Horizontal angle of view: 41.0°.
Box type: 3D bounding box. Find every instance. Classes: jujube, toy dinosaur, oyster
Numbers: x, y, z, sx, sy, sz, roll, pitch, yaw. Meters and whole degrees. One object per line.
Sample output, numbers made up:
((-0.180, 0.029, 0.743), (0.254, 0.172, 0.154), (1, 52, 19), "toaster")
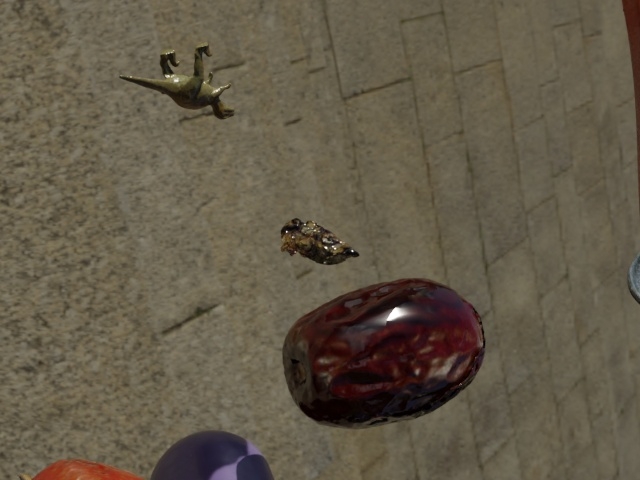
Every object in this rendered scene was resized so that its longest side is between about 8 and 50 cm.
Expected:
((0.079, 0.131, 1.043), (0.243, 0.183, 0.183), (-7, 94, -23), "jujube")
((-0.193, -0.201, 1.187), (0.162, 0.039, 0.126), (-33, 128, -29), "toy dinosaur")
((0.000, -0.001, 1.346), (0.029, 0.132, 0.086), (84, 12, -45), "oyster")

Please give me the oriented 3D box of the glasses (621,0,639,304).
((0.260, -0.095, 0.479), (0.234, 0.118, 0.268), (-32, 123, -18), "glasses")

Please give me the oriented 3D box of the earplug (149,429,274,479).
((-0.112, 0.423, 1.044), (0.215, 0.215, 0.456), (46, 13, -38), "earplug")

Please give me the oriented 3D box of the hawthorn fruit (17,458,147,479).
((-0.224, 0.296, 0.848), (0.173, 0.179, 0.173), (-5, 102, -23), "hawthorn fruit")
